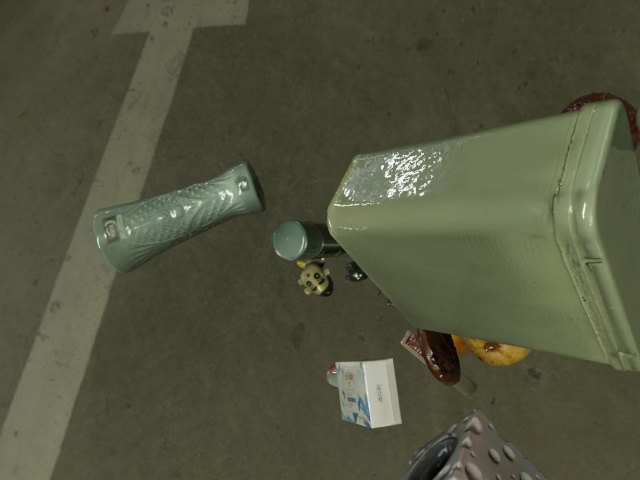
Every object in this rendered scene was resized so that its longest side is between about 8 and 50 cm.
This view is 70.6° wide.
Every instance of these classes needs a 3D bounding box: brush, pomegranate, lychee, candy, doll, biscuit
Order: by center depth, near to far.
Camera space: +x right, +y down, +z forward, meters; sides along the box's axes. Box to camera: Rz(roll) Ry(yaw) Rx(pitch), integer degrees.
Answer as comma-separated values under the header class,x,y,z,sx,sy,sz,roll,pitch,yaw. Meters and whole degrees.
class,x,y,z,sx,sy,sz,roll,pitch,yaw
biscuit,0.302,0.272,1.140,0.049,0.192,0.192,-25,66,24
doll,-0.017,0.090,1.220,0.102,0.089,0.179,-49,41,7
pomegranate,0.521,0.252,1.327,0.215,0.215,0.216,-6,72,20
lychee,0.878,-0.345,1.438,0.260,0.260,0.261,-6,72,20
brush,0.414,0.425,1.547,0.321,0.050,0.060,39,70,-6
candy,0.073,0.526,1.755,0.103,0.103,0.043,-14,30,18

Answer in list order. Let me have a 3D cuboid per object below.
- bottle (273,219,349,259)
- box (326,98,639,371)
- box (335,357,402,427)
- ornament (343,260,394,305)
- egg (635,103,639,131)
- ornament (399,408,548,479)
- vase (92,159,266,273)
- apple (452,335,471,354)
class,x,y,z,sx,sy,sz,roll,pitch,yaw
bottle,0.000,0.000,1.000,0.082,0.286,0.082,0,90,26
box,0.240,0.013,0.636,0.343,0.352,0.178,0,54,43
box,0.155,0.510,1.538,0.116,0.274,0.203,-1,76,-18
ornament,0.180,0.131,1.473,0.202,0.080,0.236,-24,34,8
egg,0.497,-0.178,0.601,0.135,0.103,0.103,-17,63,58
ornament,0.321,0.571,0.975,0.240,0.239,0.239,46,122,11
vase,-0.187,-0.038,0.626,0.219,0.096,0.096,-22,67,2
apple,0.489,0.284,1.672,0.286,0.232,0.286,1,92,52
